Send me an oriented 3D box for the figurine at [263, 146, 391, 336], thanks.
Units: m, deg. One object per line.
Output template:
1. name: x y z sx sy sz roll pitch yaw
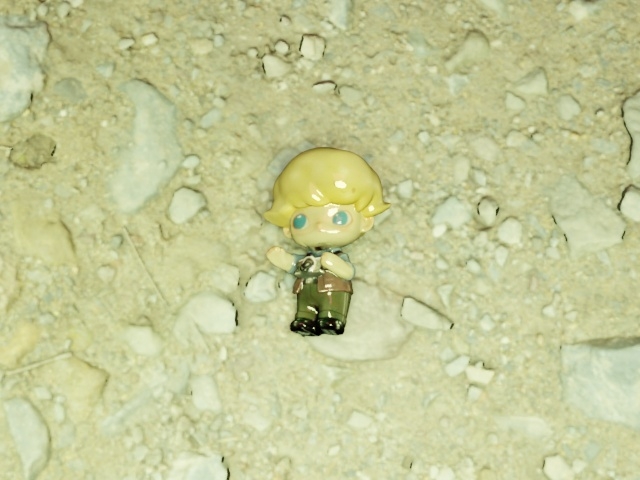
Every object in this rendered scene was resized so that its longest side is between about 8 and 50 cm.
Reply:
1. figurine: 0.000 0.000 2.041 0.114 0.108 0.196 -7 65 41
